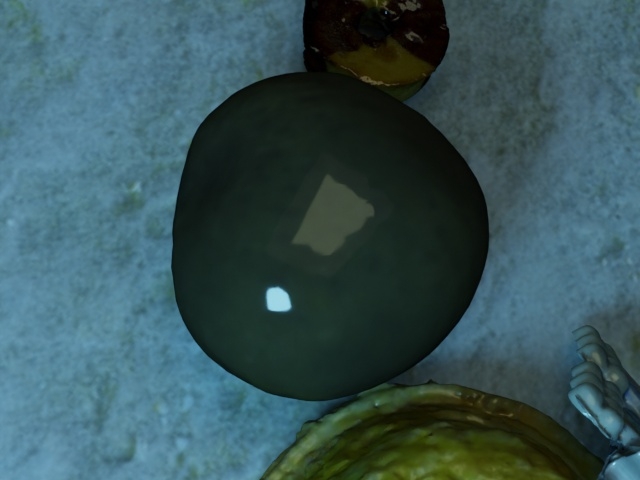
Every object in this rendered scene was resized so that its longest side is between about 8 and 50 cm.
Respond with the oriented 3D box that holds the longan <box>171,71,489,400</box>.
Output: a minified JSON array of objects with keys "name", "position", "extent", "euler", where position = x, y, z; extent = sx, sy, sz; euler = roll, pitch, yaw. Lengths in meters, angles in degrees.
[{"name":"longan","position":[0.000,0.000,1.186],"extent":[0.246,0.215,0.246],"euler":[4,36,-3]}]

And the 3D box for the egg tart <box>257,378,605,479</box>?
[{"name":"egg tart","position":[0.089,0.223,1.123],"extent":[0.319,0.128,0.318],"euler":[4,57,-7]}]

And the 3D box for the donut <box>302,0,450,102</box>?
[{"name":"donut","position":[0.042,-0.176,1.393],"extent":[0.141,0.059,0.140],"euler":[6,58,-9]}]

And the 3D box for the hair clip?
[{"name":"hair clip","position":[0.227,0.145,1.197],"extent":[0.140,0.054,0.220],"euler":[45,17,-2]}]
